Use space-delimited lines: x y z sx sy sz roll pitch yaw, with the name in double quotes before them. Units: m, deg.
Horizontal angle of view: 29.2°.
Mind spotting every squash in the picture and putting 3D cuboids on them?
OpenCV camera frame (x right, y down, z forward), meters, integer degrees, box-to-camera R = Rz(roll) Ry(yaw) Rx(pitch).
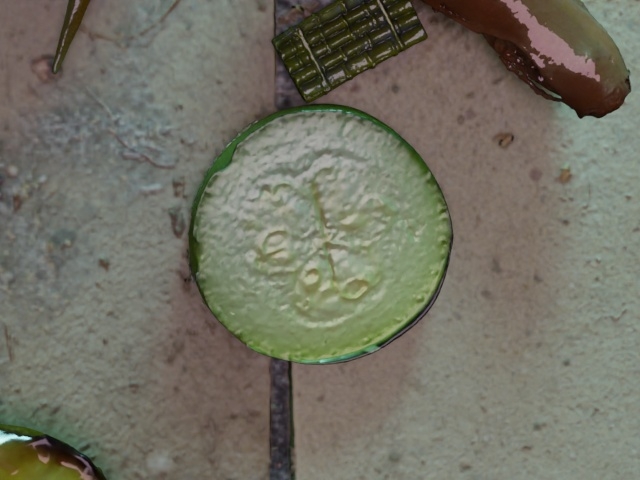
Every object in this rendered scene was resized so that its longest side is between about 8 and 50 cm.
"squash" -0.001 -0.001 1.014 0.219 0.041 0.219 -3 105 -9

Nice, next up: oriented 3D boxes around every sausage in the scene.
"sausage" 0.115 -0.209 0.964 0.327 0.087 0.079 34 129 -15

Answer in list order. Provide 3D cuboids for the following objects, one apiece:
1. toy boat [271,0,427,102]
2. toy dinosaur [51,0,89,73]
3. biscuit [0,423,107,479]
"toy boat" 0.024 -0.164 0.992 0.115 0.016 0.063 -30 103 -3
"toy dinosaur" -0.165 -0.221 0.940 0.126 0.039 0.162 -15 105 -7
"biscuit" -0.282 0.286 0.955 0.296 0.102 0.296 6 78 -28
